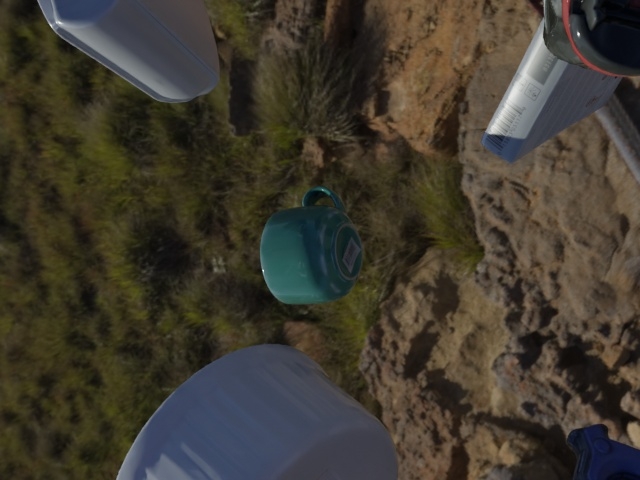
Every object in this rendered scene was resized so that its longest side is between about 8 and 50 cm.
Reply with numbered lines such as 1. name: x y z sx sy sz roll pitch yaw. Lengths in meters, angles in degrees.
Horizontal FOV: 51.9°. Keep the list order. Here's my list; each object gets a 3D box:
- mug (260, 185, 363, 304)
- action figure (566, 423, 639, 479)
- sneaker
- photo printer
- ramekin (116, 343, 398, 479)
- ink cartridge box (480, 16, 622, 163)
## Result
1. mug: -0.004 0.005 0.868 0.097 0.129 0.158 -5 91 32
2. action figure: 0.269 0.329 0.469 0.330 0.341 0.179 14 132 -3
3. sneaker: 0.220 -0.244 0.452 0.097 0.135 0.276 15 95 -4
4. photo printer: -0.219 -0.305 0.755 0.107 0.307 0.256 -19 82 8
5. ramekin: -0.049 0.254 0.642 0.135 0.277 0.277 24 116 41
6. ink cartridge box: 0.311 -0.211 0.794 0.066 0.232 0.189 41 143 20
